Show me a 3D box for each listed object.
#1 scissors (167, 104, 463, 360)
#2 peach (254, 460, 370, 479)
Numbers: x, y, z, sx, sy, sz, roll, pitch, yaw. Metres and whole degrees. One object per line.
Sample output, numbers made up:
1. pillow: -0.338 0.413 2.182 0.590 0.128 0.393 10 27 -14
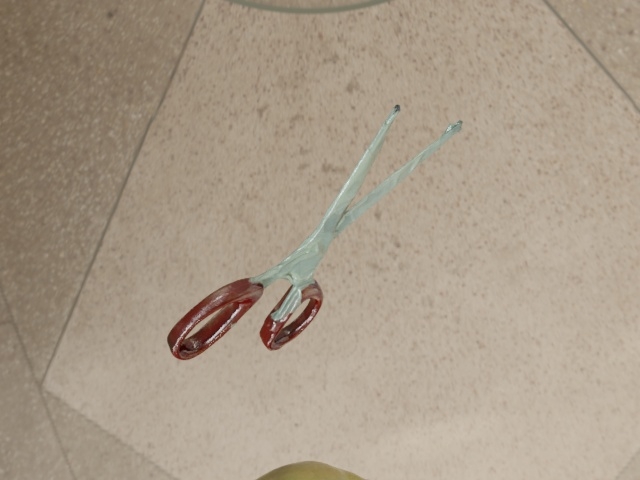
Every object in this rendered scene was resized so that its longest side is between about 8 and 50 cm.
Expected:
1. scissors: 0.000 0.000 0.664 0.144 0.017 0.248 1 136 -53
2. peach: -0.009 0.333 0.902 0.232 0.232 0.233 0 119 -1
